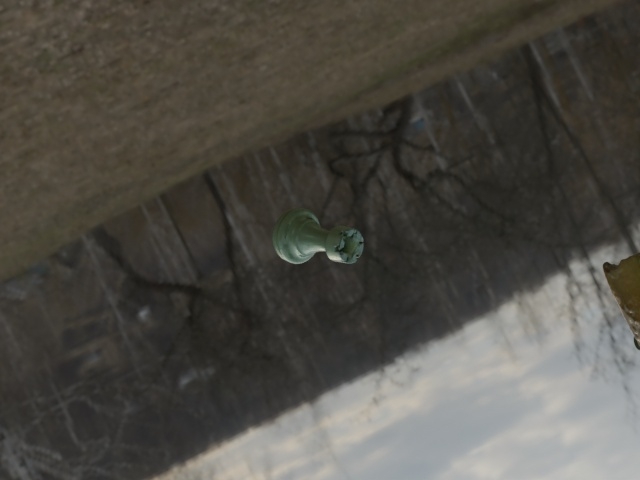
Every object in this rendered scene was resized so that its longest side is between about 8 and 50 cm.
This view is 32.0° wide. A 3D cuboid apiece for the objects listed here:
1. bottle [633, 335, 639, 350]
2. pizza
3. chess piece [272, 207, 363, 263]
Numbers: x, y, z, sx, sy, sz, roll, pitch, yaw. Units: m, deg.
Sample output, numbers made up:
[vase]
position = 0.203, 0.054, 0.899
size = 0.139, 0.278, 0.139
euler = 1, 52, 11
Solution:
[bottle]
position = 0.436, 0.124, 1.402
size = 0.083, 0.030, 0.030
euler = 0, 169, -20
[pizza]
position = 0.311, 0.081, 0.943
size = 0.062, 0.182, 0.161
euler = -29, 176, 23
[chess piece]
position = 0.000, 0.000, 1.305
size = 0.067, 0.067, 0.103
euler = -26, -154, -39
